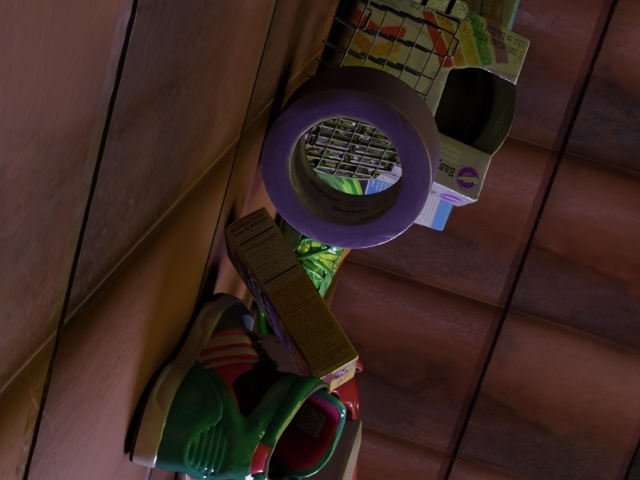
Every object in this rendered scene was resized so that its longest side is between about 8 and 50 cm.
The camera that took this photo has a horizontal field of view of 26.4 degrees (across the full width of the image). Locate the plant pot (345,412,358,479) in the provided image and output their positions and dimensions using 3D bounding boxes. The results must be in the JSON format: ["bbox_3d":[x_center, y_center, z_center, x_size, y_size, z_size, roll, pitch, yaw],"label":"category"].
[{"bbox_3d":[-0.056,0.390,2.068,0.272,0.272,0.265,-63,163,-65],"label":"plant pot"}]

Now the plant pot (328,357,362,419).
[{"bbox_3d":[-0.022,0.261,2.322,0.191,0.191,0.174,87,16,-79],"label":"plant pot"}]

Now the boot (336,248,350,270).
[{"bbox_3d":[-0.014,0.058,2.122,0.295,0.104,0.211,114,-7,-89],"label":"boot"}]

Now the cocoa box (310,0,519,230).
[{"bbox_3d":[0.142,-0.234,2.055,0.231,0.228,0.347,100,9,-64],"label":"cocoa box"}]

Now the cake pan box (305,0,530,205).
[{"bbox_3d":[0.132,-0.202,1.826,0.245,0.267,0.070,-69,-162,-8],"label":"cake pan box"}]

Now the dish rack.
[{"bbox_3d":[0.066,-0.207,1.680,0.208,0.074,0.271,8,111,-49],"label":"dish rack"}]

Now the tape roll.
[{"bbox_3d":[0.034,-0.091,1.504,0.080,0.189,0.189,-66,172,-62],"label":"tape roll"}]

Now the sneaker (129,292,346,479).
[{"bbox_3d":[-0.061,0.150,1.342,0.295,0.178,0.123,-64,171,-66],"label":"sneaker"}]

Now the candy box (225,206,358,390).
[{"bbox_3d":[-0.032,0.067,1.428,0.053,0.186,0.109,-29,165,-10],"label":"candy box"}]

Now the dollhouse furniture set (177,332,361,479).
[{"bbox_3d":[-0.052,0.337,1.801,0.286,0.198,0.303,-67,164,-50],"label":"dollhouse furniture set"}]

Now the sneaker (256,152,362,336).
[{"bbox_3d":[-0.017,0.021,1.866,0.123,0.109,0.295,-73,179,-64],"label":"sneaker"}]
